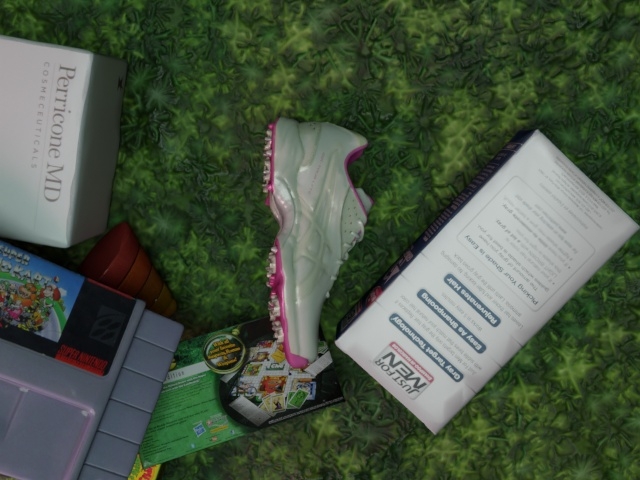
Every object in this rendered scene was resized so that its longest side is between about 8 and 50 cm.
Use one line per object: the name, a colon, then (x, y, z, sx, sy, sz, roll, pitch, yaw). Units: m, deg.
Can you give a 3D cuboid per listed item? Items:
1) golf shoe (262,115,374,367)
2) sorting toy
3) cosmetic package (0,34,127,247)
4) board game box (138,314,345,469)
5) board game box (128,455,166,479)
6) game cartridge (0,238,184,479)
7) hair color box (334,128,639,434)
golf shoe: (0.000, 0.000, 0.998, 0.140, 0.115, 0.306, -1, 88, -8)
sorting toy: (-0.313, 0.153, 1.056, 0.126, 0.127, 0.365, 37, 95, -26)
cosmetic package: (-0.482, -0.146, 0.981, 0.453, 0.161, 0.230, 9, 98, 0)
board game box: (-0.111, 0.176, 1.018, 0.259, 0.030, 0.136, -15, 81, -16)
board game box: (-0.225, 0.291, 1.063, 0.043, 0.092, 0.181, 20, 98, 0)
game cartridge: (-0.341, 0.123, 0.880, 0.355, 0.068, 0.230, 27, 72, -24)
hair color box: (0.195, 0.047, 1.012, 0.174, 0.105, 0.347, 43, 96, -3)
